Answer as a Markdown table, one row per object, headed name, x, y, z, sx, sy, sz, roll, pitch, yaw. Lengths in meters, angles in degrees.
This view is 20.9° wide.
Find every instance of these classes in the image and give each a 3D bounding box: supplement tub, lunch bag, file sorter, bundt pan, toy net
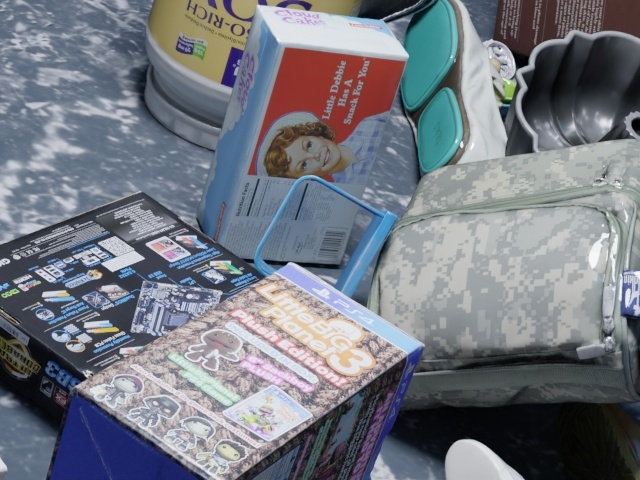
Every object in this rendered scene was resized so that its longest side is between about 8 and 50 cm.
| name | x | y | z | sx | sy | sz | roll | pitch | yaw |
| --- | --- | --- | --- | --- | --- | --- | --- | --- | --- |
| supplement tub | -0.072 | -0.291 | 2.053 | 0.241 | 0.331 | 0.241 | 14 | 30 | -8 |
| lunch bag | 0.207 | 0.057 | 1.689 | 0.305 | 0.213 | 0.256 | -6 | 34 | 30 |
| file sorter | 0.000 | 0.000 | 1.746 | 0.104 | 0.118 | 0.170 | 30 | 1 | -2 |
| bundt pan | 0.365 | -0.094 | 2.076 | 0.330 | 0.124 | 0.331 | 11 | 47 | -12 |
| toy net | 0.259 | -0.229 | 2.427 | 0.122 | 0.045 | 0.232 | 14 | 30 | -9 |

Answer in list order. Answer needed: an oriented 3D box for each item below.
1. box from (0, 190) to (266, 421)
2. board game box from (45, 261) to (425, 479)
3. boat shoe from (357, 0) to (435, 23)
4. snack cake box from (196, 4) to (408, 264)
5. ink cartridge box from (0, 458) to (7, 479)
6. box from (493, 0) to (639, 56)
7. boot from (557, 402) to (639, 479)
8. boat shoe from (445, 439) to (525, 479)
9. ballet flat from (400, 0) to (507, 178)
| name | x | y | z | sx | sy | sz | roll | pitch | yaw |
| --- | --- | --- | --- | --- | --- | --- | --- | --- | --- |
| box | -0.164 | 0.083 | 1.651 | 0.293 | 0.073 | 0.295 | 34 | 32 | 22 |
| board game box | -0.078 | 0.186 | 1.375 | 0.141 | 0.232 | 0.291 | 32 | 32 | 20 |
| boat shoe | 0.015 | -0.305 | 2.292 | 0.301 | 0.108 | 0.102 | -6 | 43 | 2 |
| snack cake box | -0.023 | -0.108 | 1.850 | 0.152 | 0.264 | 0.089 | 5 | 31 | -24 |
| ink cartridge box | -0.334 | 0.196 | 1.351 | 0.143 | 0.090 | 0.092 | -9 | 40 | -38 |
| box | 0.398 | -0.330 | 2.401 | 0.143 | 0.191 | 0.381 | 1 | 14 | -24 |
| boot | 0.390 | 0.241 | 1.709 | 0.269 | 0.089 | 0.236 | 3 | 41 | -28 |
| boat shoe | 0.186 | 0.252 | 1.590 | 0.063 | 0.066 | 0.184 | 7 | 27 | -47 |
| ballet flat | 0.184 | -0.169 | 2.232 | 0.139 | 0.139 | 0.400 | 13 | 35 | -11 |
